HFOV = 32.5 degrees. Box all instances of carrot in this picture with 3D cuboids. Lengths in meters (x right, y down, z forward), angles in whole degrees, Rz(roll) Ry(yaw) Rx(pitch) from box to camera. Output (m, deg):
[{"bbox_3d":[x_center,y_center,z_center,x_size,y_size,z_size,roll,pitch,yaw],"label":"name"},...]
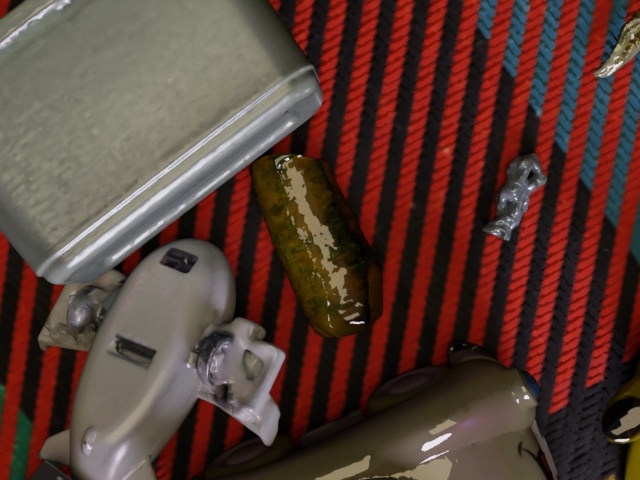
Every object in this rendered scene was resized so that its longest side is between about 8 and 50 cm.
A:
[{"bbox_3d":[0.000,0.000,0.963,0.082,0.082,0.173,-20,96,0],"label":"carrot"}]

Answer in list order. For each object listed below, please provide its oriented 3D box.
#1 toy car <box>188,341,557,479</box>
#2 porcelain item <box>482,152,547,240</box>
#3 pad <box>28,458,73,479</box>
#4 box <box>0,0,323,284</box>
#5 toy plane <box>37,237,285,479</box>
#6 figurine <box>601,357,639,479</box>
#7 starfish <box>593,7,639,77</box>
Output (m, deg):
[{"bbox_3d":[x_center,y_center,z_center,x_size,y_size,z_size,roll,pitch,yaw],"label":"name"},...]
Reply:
[{"bbox_3d":[0.059,0.259,0.913,0.336,0.226,0.242,-21,97,-4],"label":"toy car"},{"bbox_3d":[0.175,-0.041,0.990,0.036,0.028,0.083,25,94,-21],"label":"porcelain item"},{"bbox_3d":[-0.212,0.257,0.953,0.127,0.190,0.004,37,51,-4],"label":"pad"},{"bbox_3d":[-0.153,-0.109,0.884,0.312,0.175,0.182,-36,86,2],"label":"box"},{"bbox_3d":[-0.144,0.114,0.945,0.244,0.117,0.245,-6,67,15],"label":"toy plane"},{"bbox_3d":[0.398,0.144,0.952,0.326,0.218,0.169,-4,54,8],"label":"figurine"},{"bbox_3d":[0.379,-0.247,0.900,0.358,0.078,0.347,-20,124,24],"label":"starfish"}]
